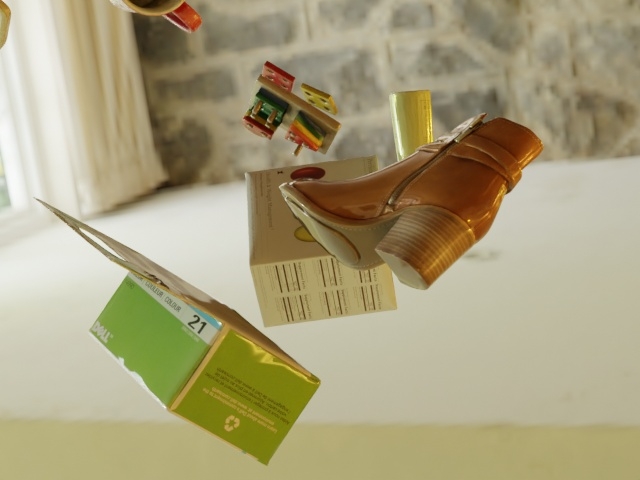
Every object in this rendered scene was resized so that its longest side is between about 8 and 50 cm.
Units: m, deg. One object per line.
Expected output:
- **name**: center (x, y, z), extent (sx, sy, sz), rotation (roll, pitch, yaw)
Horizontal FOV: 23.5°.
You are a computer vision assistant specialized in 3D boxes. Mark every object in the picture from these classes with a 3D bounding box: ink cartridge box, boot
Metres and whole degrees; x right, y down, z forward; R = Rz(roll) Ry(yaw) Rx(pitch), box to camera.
- **ink cartridge box**: center (-0.152, 0.079, 1.385), extent (0.255, 0.097, 0.189), rotation (33, 180, -36)
- **boot**: center (0.099, -0.072, 1.756), extent (0.220, 0.109, 0.283), rotation (-48, -146, -16)

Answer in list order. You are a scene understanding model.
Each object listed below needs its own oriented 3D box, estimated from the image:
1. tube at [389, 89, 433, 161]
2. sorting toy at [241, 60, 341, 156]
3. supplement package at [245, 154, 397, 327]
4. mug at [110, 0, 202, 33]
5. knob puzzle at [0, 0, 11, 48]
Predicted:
- **tube**: center (0.140, -0.099, 2.250), extent (0.070, 0.240, 0.062), rotation (-9, -175, -39)
- **sorting toy**: center (-0.045, -0.164, 2.146), extent (0.132, 0.046, 0.274), rotation (32, 166, -1)
- **supplement package**: center (0.000, 0.000, 2.297), extent (0.203, 0.149, 0.194), rotation (-8, -132, 2)
- **mug**: center (-0.245, -0.352, 2.158), extent (0.113, 0.150, 0.169), rotation (-19, -169, -14)
- **knob puzzle**: center (-0.415, -0.259, 1.658), extent (0.213, 0.213, 0.030), rotation (3, -133, 41)
